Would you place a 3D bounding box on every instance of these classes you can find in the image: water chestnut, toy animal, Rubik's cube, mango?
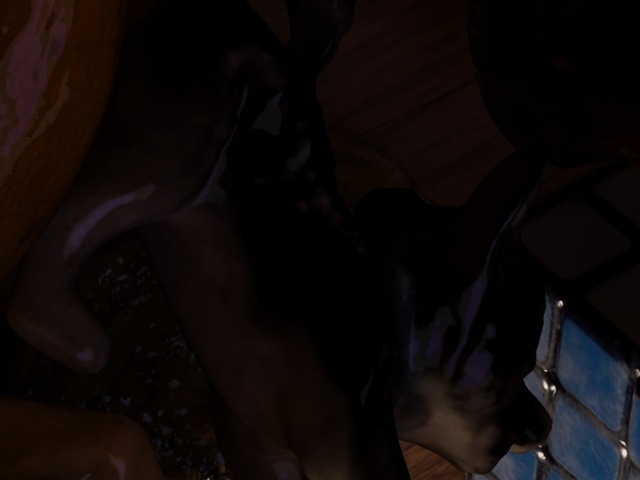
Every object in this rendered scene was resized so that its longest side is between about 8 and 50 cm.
[{"bbox_3d":[0.224,-0.158,1.163,0.289,0.289,0.244,-34,174,-18],"label":"water chestnut"},{"bbox_3d":[0.000,0.000,1.036,0.344,0.194,0.302,39,72,-16],"label":"toy animal"},{"bbox_3d":[0.345,0.135,1.478,0.344,0.337,0.344,-29,142,-24],"label":"Rubik's cube"},{"bbox_3d":[-0.171,-0.065,0.893,0.120,0.177,0.295,7,121,-35],"label":"mango"}]

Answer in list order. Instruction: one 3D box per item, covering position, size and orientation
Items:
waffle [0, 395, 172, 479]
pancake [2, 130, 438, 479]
[{"bbox_3d":[-0.173,0.201,1.064,0.376,0.261,0.114,70,31,-53],"label":"waffle"},{"bbox_3d":[-0.053,0.081,1.248,0.356,0.065,0.356,-22,136,-23],"label":"pancake"}]
